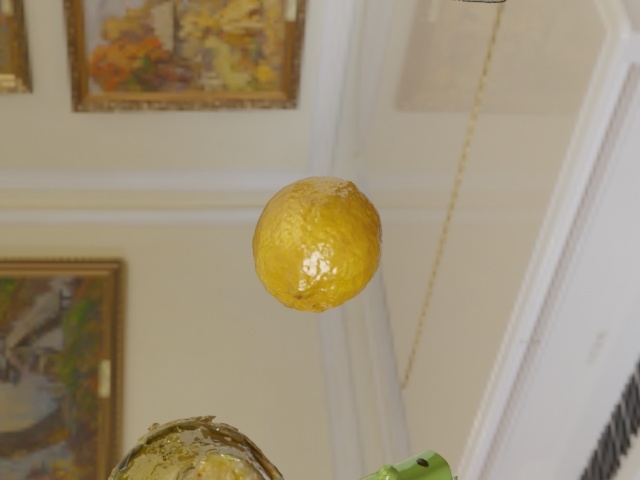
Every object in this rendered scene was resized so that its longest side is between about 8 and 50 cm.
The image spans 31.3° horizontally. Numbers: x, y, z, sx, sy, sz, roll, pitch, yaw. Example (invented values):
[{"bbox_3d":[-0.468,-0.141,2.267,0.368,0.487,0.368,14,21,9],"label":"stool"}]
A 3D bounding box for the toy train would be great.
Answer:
[{"bbox_3d":[0.058,0.320,1.287,0.105,0.253,0.157,32,116,34],"label":"toy train"}]

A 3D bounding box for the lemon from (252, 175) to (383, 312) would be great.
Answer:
[{"bbox_3d":[0.000,0.000,1.245,0.187,0.142,0.142,-66,-17,-60],"label":"lemon"}]

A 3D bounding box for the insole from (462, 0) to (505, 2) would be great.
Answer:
[{"bbox_3d":[0.061,-0.247,1.071,0.080,0.231,0.003,-88,7,-61],"label":"insole"}]

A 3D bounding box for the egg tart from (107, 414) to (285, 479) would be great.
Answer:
[{"bbox_3d":[-0.157,0.395,1.588,0.120,0.315,0.315,-30,58,55],"label":"egg tart"}]
